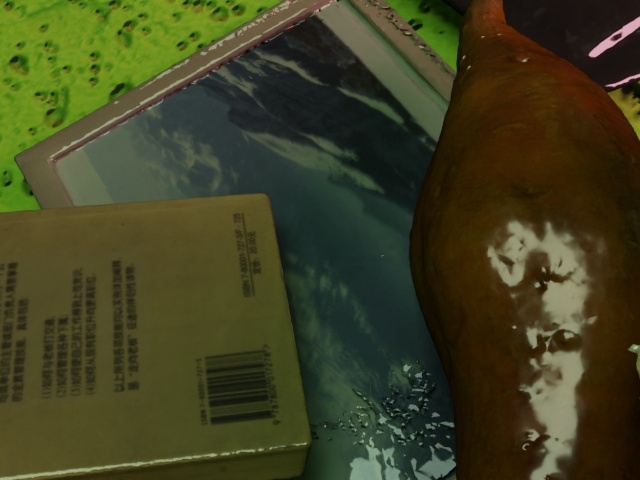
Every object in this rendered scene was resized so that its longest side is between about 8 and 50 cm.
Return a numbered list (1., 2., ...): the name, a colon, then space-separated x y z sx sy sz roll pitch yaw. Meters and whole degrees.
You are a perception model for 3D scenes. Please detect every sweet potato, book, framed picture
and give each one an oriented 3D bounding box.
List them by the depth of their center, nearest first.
1. sweet potato: 0.092 0.013 0.415 0.112 0.112 0.359 -8 53 10
2. book: -0.128 0.048 0.447 0.231 0.026 0.161 -4 47 -7
3. framed picture: 0.000 0.000 0.523 0.247 0.022 0.335 -32 55 -7

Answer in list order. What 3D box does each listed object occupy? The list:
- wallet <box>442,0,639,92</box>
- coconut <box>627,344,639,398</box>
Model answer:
1. wallet: 0.210 -0.215 0.600 0.323 0.041 0.247 -32 56 -12
2. coconut: 0.248 0.058 0.262 0.298 0.309 0.297 15 26 -7
